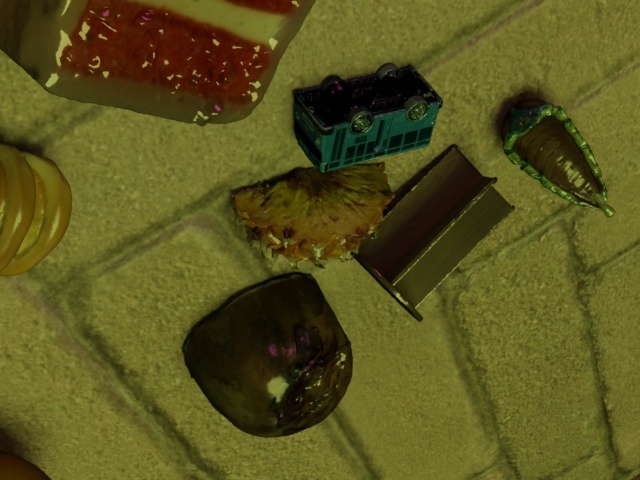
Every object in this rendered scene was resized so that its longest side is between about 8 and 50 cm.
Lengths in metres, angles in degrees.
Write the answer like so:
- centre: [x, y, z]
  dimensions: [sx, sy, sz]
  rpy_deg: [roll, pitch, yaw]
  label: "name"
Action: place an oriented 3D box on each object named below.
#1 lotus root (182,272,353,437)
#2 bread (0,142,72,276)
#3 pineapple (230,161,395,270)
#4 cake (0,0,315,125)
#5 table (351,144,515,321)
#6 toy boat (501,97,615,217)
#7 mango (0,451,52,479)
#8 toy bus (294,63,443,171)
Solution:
- centre: [-0.056, 0.192, 1.832]
  dimensions: [0.272, 0.192, 0.272]
  rpy_deg: [-20, 134, -22]
  label: "lotus root"
- centre: [-0.413, -0.040, 1.337]
  dimensions: [0.311, 0.121, 0.173]
  rpy_deg: [13, 122, -46]
  label: "bread"
- centre: [-0.005, 0.001, 1.687]
  dimensions: [0.250, 0.140, 0.164]
  rpy_deg: [-9, 138, -35]
  label: "pineapple"
- centre: [-0.179, -0.264, 1.147]
  dimensions: [0.309, 0.230, 0.237]
  rpy_deg: [5, 118, -49]
  label: "cake"
- centre: [0.167, -0.017, 1.798]
  dimensions: [0.226, 0.167, 0.167]
  rpy_deg: [-45, 143, -1]
  label: "table"
- centre: [0.364, -0.128, 1.861]
  dimensions: [0.108, 0.099, 0.293]
  rpy_deg: [-43, 135, 11]
  label: "toy boat"
- centre: [-0.533, 0.473, 1.729]
  dimensions: [0.300, 0.232, 0.445]
  rpy_deg: [-3, 142, -42]
  label: "mango"
- centre: [0.057, -0.159, 1.594]
  dimensions: [0.185, 0.090, 0.106]
  rpy_deg: [-15, 141, -25]
  label: "toy bus"
